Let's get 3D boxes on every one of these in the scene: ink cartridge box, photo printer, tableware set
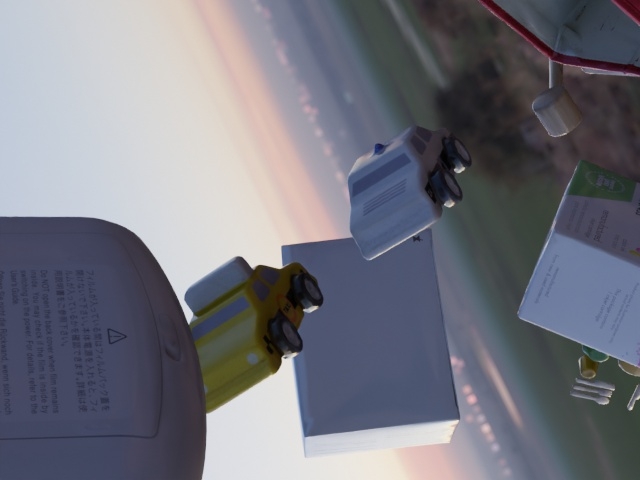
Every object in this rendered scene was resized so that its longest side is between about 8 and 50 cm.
[{"bbox_3d":[0.407,0.060,1.827,0.207,0.353,0.119,-57,-12,-61],"label":"ink cartridge box"},{"bbox_3d":[-0.225,0.096,1.047,0.107,0.307,0.256,104,159,-44],"label":"photo printer"},{"bbox_3d":[0.360,0.149,1.913,0.104,0.154,0.024,102,180,-46],"label":"tableware set"}]

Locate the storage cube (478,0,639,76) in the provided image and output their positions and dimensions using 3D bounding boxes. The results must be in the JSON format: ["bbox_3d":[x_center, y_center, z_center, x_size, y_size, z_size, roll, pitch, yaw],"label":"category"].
[{"bbox_3d":[0.197,-0.241,1.159,0.215,0.193,0.183,35,174,-30],"label":"storage cube"}]

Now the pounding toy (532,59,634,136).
[{"bbox_3d":[0.243,-0.193,1.488,0.094,0.206,0.181,50,160,-29],"label":"pounding toy"}]

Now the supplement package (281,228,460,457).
[{"bbox_3d":[0.061,0.137,2.266,0.145,0.204,0.262,93,170,-72],"label":"supplement package"}]

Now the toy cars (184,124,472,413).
[{"bbox_3d":[0.000,0.000,1.512,0.087,0.393,0.176,54,153,-12],"label":"toy cars"}]
